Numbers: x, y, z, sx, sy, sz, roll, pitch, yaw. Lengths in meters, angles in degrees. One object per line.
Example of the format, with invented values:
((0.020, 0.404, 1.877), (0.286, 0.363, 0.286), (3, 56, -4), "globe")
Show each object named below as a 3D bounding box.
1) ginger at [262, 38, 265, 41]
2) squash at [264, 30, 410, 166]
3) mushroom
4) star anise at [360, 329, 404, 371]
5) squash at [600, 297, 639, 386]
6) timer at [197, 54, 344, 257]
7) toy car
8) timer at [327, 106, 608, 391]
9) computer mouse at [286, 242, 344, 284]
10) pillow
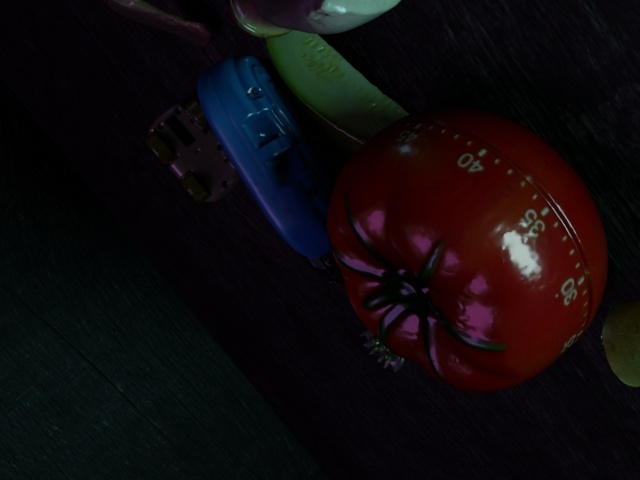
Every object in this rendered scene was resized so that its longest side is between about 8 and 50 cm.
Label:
((-0.103, -0.377, 1.455), (0.173, 0.051, 0.069), (50, 154, 11), "ginger")
((0.027, -0.218, 1.363), (0.203, 0.111, 0.289), (8, 136, 57), "squash")
((-0.004, -0.336, 1.188), (0.137, 0.154, 0.407), (9, 178, -26), "mushroom")
((0.163, 0.159, 1.853), (0.227, 0.218, 0.148), (-43, 51, 37), "star anise")
((0.446, 0.114, 1.120), (0.123, 0.123, 0.186), (50, 154, -2), "squash")
((-0.046, -0.140, 1.442), (0.340, 0.115, 0.309), (58, -162, 1), "timer")
((-0.265, -0.194, 2.000), (0.235, 0.145, 0.235), (50, 179, 1), "toy car")
((0.192, 0.005, 1.202), (0.378, 0.279, 0.378), (40, 154, 24), "timer")
((0.000, 0.000, 1.848), (0.146, 0.077, 0.242), (13, 143, 57), "computer mouse")
((-0.293, -0.407, 1.652), (0.211, 0.034, 0.135), (20, 175, -12), "pillow")
